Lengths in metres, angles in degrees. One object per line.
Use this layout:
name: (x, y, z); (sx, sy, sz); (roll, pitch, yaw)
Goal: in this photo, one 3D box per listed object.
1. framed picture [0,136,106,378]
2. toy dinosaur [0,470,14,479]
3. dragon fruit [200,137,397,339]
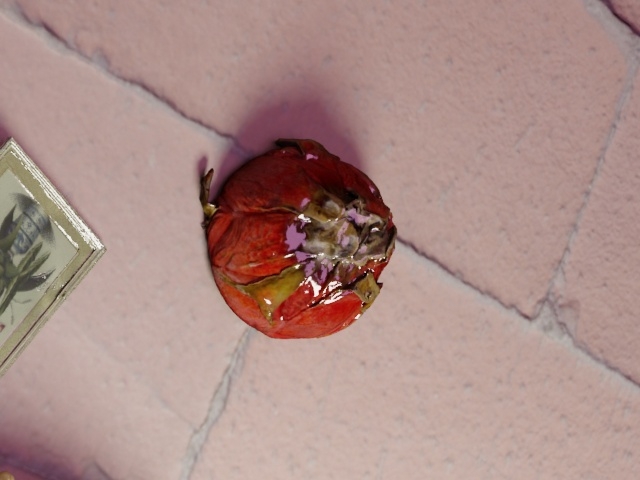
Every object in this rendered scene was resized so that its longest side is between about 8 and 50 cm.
framed picture: (-0.327, 0.038, 1.874); (0.231, 0.010, 0.173); (-54, 128, -22)
toy dinosaur: (-0.385, 0.302, 1.811); (0.194, 0.152, 0.177); (-26, 68, -41)
dragon fruit: (0.003, 0.002, 2.036); (0.218, 0.148, 0.224); (-25, 105, -31)
